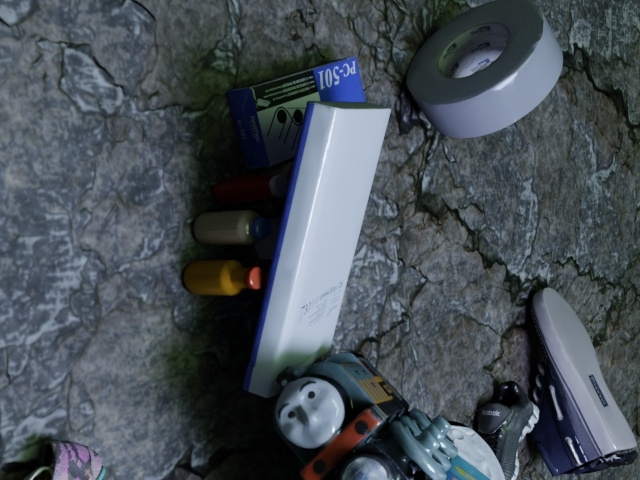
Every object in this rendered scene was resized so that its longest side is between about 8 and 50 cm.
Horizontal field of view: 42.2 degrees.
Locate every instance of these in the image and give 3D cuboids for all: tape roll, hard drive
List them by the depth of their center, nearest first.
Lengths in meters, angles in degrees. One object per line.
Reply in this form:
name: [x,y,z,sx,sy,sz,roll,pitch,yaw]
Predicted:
hard drive: [0.000,0.000,0.953,0.210,0.040,0.318,-24,129,-68]
tape roll: [0.239,-0.255,1.219,0.072,0.219,0.219,49,55,-36]

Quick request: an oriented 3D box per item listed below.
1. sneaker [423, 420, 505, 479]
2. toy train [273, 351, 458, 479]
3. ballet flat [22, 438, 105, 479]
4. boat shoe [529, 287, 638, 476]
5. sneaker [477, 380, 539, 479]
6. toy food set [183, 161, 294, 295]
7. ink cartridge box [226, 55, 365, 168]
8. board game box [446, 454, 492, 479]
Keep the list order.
sneaker: [0.188,0.464,1.243,0.130,0.236,0.322,11,38,-21]
toy train: [0.044,0.217,0.929,0.142,0.190,0.334,-45,166,4]
ballet flat: [-0.274,0.285,0.750,0.079,0.077,0.221,33,59,-23]
boat shoe: [0.430,0.268,1.520,0.127,0.158,0.340,8,56,-44]
sneaker: [0.294,0.327,1.385,0.234,0.078,0.106,-52,123,-40]
toy food set: [-0.055,-0.026,0.967,0.232,0.105,0.111,-33,114,-44]
ink cartridge box: [-0.021,-0.166,1.053,0.207,0.046,0.097,-29,112,-45]
board game box: [0.102,0.399,0.973,0.253,0.079,0.336,-56,165,4]
